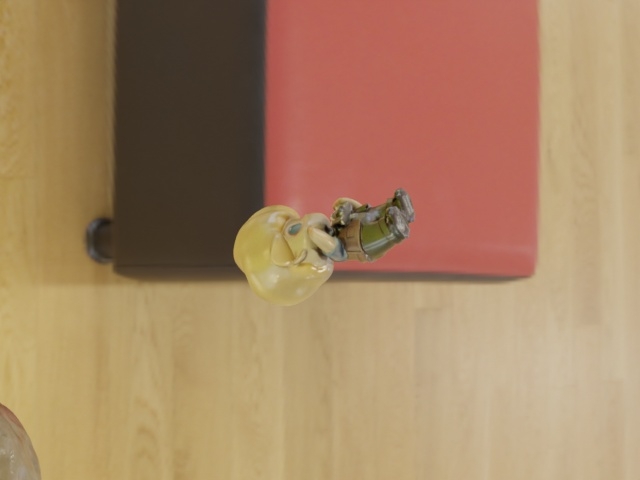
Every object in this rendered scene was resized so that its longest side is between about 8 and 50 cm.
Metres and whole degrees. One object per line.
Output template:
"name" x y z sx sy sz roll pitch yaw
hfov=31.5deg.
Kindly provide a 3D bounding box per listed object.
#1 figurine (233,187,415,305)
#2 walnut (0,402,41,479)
"figurine" 0.000 0.000 1.178 0.108 0.196 0.114 50 36 -27
"walnut" -0.372 0.239 1.001 0.248 0.248 0.248 3 86 -48
